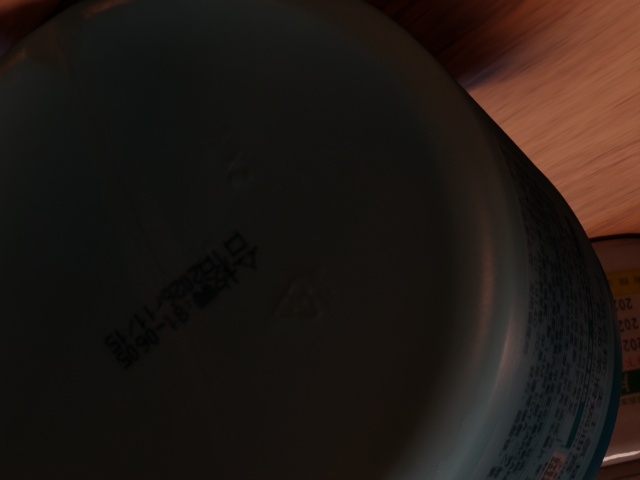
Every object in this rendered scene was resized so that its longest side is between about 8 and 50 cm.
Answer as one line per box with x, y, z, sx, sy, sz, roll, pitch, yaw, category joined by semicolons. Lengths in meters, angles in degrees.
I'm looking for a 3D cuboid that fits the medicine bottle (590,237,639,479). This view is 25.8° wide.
0.315;0.185;1.535;0.208;0.339;0.208;-12;166;-3;medicine bottle

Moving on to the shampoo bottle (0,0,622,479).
-0.015;0.052;0.794;0.331;0.331;0.343;-16;165;16;shampoo bottle
